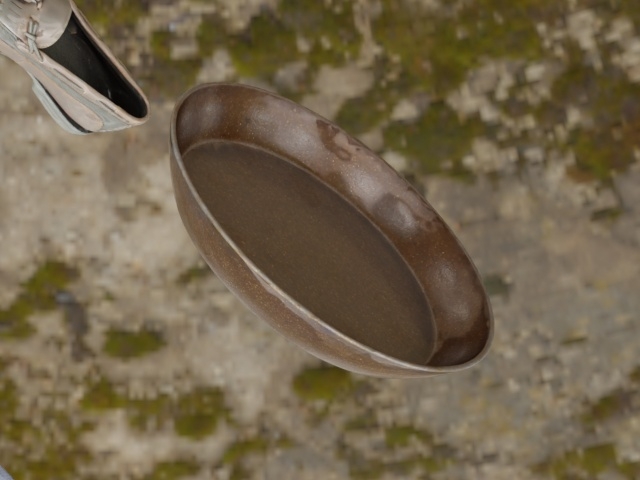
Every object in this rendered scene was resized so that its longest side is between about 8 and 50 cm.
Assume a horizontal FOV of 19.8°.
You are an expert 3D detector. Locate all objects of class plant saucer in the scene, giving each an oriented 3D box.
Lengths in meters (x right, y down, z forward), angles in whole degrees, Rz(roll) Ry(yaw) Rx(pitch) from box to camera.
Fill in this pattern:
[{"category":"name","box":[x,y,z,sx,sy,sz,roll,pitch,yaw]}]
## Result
[{"category":"plant saucer","box":[0.000,0.000,0.778,0.168,0.168,0.029,27,118,-28]}]

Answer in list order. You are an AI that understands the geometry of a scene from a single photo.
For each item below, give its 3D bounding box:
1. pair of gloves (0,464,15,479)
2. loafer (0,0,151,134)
[{"category":"pair of gloves","box":[-0.116,0.131,0.510,0.198,0.023,0.159,-35,103,1]},{"category":"loafer","box":[-0.112,-0.088,0.768,0.039,0.045,0.125,5,151,31]}]
